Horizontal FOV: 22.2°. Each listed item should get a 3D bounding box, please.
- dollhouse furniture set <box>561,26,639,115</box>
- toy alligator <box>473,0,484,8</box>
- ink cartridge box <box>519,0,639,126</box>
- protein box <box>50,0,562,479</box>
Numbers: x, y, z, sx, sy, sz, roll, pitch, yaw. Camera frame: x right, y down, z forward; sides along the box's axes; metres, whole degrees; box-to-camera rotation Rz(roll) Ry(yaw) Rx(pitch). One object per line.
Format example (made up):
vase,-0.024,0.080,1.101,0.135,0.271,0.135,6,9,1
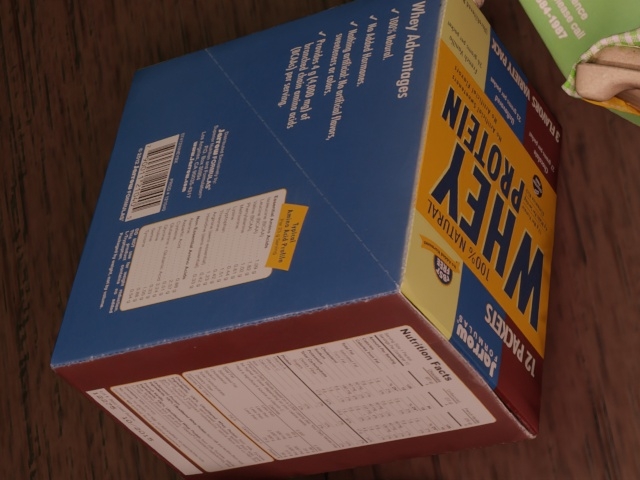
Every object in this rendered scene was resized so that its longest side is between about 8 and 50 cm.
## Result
dollhouse furniture set,0.286,-0.092,0.678,0.302,0.198,0.151,14,90,33
toy alligator,0.055,-0.201,0.938,0.051,0.056,0.189,-27,60,-19
ink cartridge box,0.208,-0.219,0.801,0.278,0.117,0.201,-37,64,22
protein box,0.000,0.000,0.839,0.201,0.136,0.199,-13,48,30
